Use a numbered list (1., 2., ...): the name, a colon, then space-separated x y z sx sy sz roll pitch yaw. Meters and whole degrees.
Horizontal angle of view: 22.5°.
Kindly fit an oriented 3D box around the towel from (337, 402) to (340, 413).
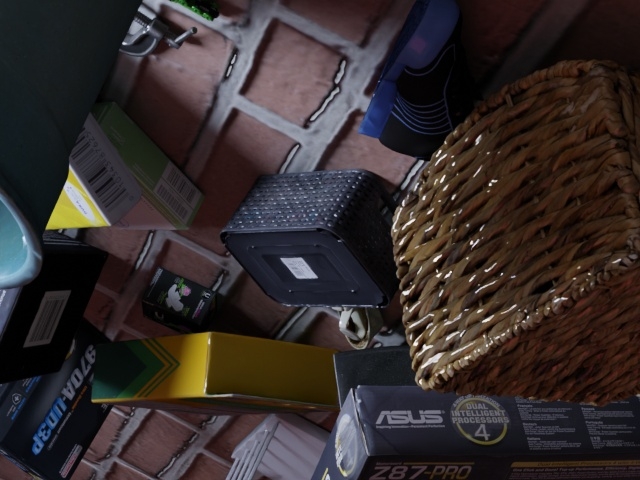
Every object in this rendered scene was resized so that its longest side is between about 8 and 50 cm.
1. towel: 0.201 0.276 2.069 0.325 0.038 0.248 0 143 44

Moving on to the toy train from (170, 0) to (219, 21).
1. toy train: -0.129 -0.222 1.452 0.083 0.017 0.023 30 165 -8

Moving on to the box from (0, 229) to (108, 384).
1. box: -0.457 0.038 1.952 0.294 0.183 0.296 24 -178 9

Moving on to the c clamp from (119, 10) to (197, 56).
1. c clamp: -0.200 -0.222 1.521 0.160 0.022 0.137 30 160 -11

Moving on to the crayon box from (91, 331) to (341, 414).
1. crayon box: -0.121 0.172 2.034 0.203 0.083 0.323 11 168 -37

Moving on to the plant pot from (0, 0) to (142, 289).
1. plant pot: -0.301 -0.192 1.300 0.341 0.334 0.341 21 155 10

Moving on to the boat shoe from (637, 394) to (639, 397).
1. boat shoe: 0.417 0.144 1.564 0.257 0.095 0.095 17 168 33

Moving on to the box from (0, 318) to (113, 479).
1. box: -0.386 0.222 2.310 0.051 0.220 0.175 5 147 48

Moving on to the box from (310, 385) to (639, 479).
1. box: 0.183 0.282 1.718 0.395 0.097 0.318 1 141 -17

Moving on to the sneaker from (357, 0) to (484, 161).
1. sneaker: 0.098 -0.133 1.343 0.090 0.081 0.232 23 161 -1

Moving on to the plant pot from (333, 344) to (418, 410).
1. plant pot: 0.133 0.224 1.851 0.167 0.188 0.187 -19 140 11

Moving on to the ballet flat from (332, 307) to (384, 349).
1. ballet flat: 0.035 0.070 1.811 0.057 0.052 0.168 15 152 29

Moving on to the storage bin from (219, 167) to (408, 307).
1. storage bin: 0.000 0.000 1.661 0.180 0.084 0.122 -3 136 45

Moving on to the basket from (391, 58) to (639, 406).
1. basket: 0.228 -0.008 1.320 0.223 0.213 0.299 8 151 -31

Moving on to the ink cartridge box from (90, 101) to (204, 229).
1. ink cartridge box: -0.266 -0.081 1.814 0.235 0.056 0.171 -1 144 42

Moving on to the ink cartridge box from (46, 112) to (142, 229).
1. ink cartridge box: -0.370 -0.142 1.701 0.307 0.072 0.304 -6 126 46

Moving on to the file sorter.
1. file sorter: -0.045 0.392 2.369 0.193 0.173 0.278 28 155 -5

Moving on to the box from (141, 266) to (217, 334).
1. box: -0.179 0.081 2.041 0.083 0.052 0.062 24 156 9
